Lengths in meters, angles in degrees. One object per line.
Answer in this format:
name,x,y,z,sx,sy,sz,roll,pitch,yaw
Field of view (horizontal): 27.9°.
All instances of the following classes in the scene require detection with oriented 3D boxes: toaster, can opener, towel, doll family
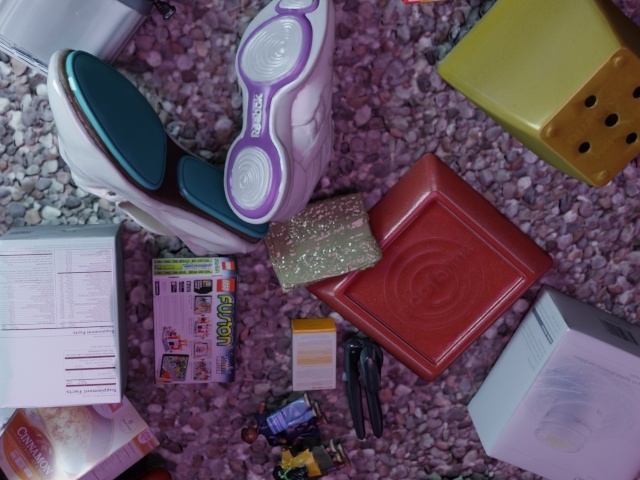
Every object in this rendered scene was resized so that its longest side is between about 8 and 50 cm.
toaster,-0.301,-0.278,1.521,0.227,0.129,0.146,29,111,-23
can opener,0.060,0.213,1.828,0.059,0.073,0.186,4,128,8
towel,0.000,0.000,1.716,0.148,0.027,0.110,-18,92,10
doll family,-0.039,0.294,1.846,0.111,0.076,0.193,-23,110,8

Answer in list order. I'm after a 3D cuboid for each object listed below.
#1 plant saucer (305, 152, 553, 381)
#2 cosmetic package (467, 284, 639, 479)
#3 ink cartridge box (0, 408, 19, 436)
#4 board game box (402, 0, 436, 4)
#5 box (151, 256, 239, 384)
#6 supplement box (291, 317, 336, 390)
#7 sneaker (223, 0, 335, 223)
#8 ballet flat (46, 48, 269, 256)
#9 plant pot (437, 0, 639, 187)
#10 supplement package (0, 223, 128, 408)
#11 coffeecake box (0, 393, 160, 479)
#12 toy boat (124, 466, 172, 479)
plant saucer,0.154,0.052,1.772,0.259,0.048,0.258,39,104,-20
cosmetic package,0.368,0.222,1.828,0.224,0.138,0.225,23,111,-16
ink cartridge box,-0.509,0.218,1.630,0.212,0.093,0.154,33,107,-4
board game box,0.190,-0.375,1.583,0.193,0.045,0.147,-7,115,-5
box,-0.169,0.111,1.729,0.114,0.036,0.207,-1,132,-8
supplement box,-0.010,0.159,1.804,0.062,0.036,0.098,-2,114,-7
sneaker,-0.039,-0.171,1.625,0.114,0.152,0.305,16,96,27
ballet flat,-0.221,-0.081,1.568,0.139,0.139,0.400,-40,136,11
plant pot,0.312,-0.191,1.577,0.212,0.187,0.212,33,107,-37
supplement package,-0.321,0.088,1.616,0.149,0.194,0.203,-2,95,-6
coffeecake box,-0.333,0.266,1.718,0.185,0.142,0.068,-36,150,-13
toy boat,-0.323,0.332,1.802,0.231,0.151,0.151,2,85,-9
